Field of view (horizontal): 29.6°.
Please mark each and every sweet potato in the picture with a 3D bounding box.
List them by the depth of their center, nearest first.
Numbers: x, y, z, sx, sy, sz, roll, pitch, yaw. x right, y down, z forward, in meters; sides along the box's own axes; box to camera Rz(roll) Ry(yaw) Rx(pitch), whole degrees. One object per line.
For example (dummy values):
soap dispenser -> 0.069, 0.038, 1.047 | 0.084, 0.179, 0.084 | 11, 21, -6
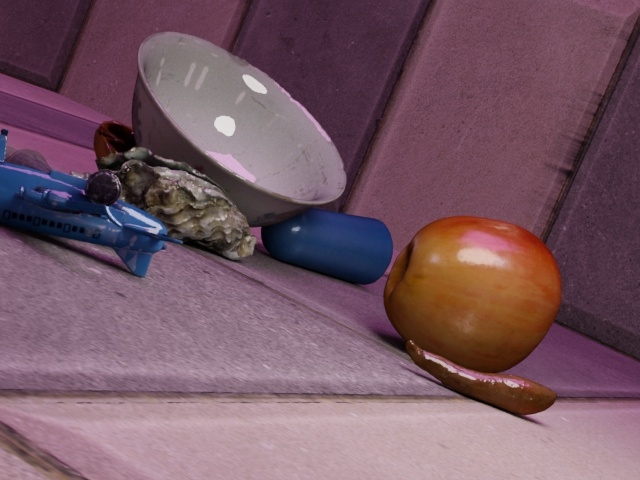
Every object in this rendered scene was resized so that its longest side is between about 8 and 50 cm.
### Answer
sweet potato -> 0.207, 0.185, 1.585 | 0.214, 0.050, 0.050 | 19, 5, -7

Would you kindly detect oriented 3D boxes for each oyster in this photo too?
oyster -> -0.237, -0.053, 1.899 | 0.268, 0.112, 0.198 | 16, -18, 13

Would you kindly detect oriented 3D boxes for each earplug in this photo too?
earplug -> 0.000, 0.000, 2.267 | 0.273, 0.132, 0.132 | 13, 10, -46

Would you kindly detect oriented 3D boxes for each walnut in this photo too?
walnut -> -0.331, -0.123, 2.203 | 0.211, 0.087, 0.167 | 31, 23, -19

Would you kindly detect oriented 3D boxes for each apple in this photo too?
apple -> 0.214, 0.071, 1.778 | 0.241, 0.242, 0.242 | 19, 5, -21

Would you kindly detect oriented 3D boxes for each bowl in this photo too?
bowl -> -0.182, -0.151, 2.122 | 0.435, 0.196, 0.435 | 31, 28, -18

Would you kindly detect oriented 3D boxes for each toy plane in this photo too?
toy plane -> -0.297, -0.042, 1.408 | 0.271, 0.105, 0.254 | 26, -10, -13

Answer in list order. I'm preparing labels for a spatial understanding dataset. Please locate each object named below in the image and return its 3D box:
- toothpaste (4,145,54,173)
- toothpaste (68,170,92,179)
toothpaste -> -0.344, -0.064, 1.605 | 0.282, 0.068, 0.099 | 25, 7, 24
toothpaste -> -0.333, -0.074, 2.038 | 0.197, 0.029, 0.048 | 24, 4, -25
